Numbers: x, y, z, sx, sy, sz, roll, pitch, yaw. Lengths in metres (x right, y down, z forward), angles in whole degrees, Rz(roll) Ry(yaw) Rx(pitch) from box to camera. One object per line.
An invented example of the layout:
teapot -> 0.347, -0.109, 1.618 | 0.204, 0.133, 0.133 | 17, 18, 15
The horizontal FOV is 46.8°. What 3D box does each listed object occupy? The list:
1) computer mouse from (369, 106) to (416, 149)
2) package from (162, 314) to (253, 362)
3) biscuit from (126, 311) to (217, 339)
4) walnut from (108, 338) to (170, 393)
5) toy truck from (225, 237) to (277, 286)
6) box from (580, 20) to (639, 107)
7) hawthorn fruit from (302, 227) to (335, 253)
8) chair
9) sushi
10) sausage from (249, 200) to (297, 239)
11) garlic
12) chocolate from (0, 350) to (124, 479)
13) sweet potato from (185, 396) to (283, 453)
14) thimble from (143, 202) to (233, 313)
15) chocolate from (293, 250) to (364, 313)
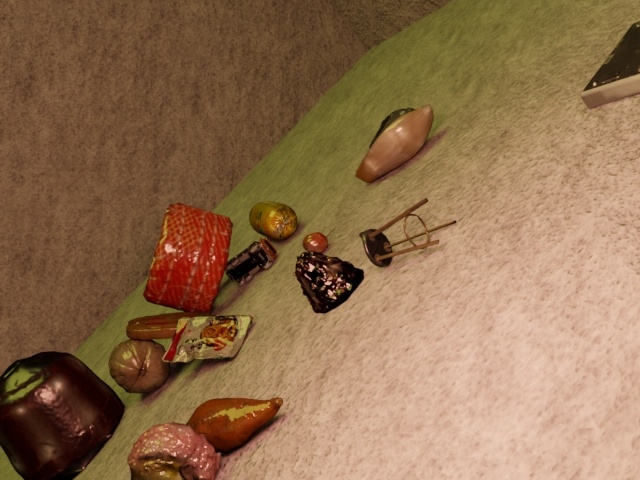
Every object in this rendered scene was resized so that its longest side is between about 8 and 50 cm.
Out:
computer mouse -> 0.243, -0.331, 2.350 | 0.126, 0.071, 0.231 | -1, 52, 46
package -> -0.307, 0.266, 1.998 | 0.239, 0.030, 0.154 | -7, 41, 26
biscuit -> -0.438, 0.247, 2.203 | 0.273, 0.049, 0.257 | -3, 4, -13
walnut -> -0.531, 0.363, 2.165 | 0.178, 0.178, 0.230 | -48, 17, -19
toy truck -> -0.227, 0.069, 2.379 | 0.192, 0.083, 0.092 | -34, 13, 29
box -> 0.674, -0.391, 1.535 | 0.270, 0.045, 0.211 | -49, 19, -22
hawthorn fruit -> 0.000, 0.000, 2.076 | 0.103, 0.067, 0.067 | -32, 15, -8
chair -> 0.178, -0.003, 1.615 | 0.221, 0.104, 0.095 | -22, 42, 44
sushi -> -0.315, 0.451, 1.447 | 0.241, 0.161, 0.107 | -32, 20, 27
sausage -> -0.165, -0.071, 2.522 | 0.123, 0.123, 0.347 | -45, 16, -10
garlic -> 0.215, -0.273, 2.184 | 0.318, 0.112, 0.143 | -37, -7, 38
chocolate -> -0.814, 0.509, 2.178 | 0.383, 0.331, 0.384 | -38, 19, 15
sweet potato -> -0.213, 0.378, 1.505 | 0.359, 0.112, 0.112 | -28, 21, 31
thimble -> -0.424, 0.060, 2.386 | 0.350, 0.230, 0.350 | -165, 90, -76
chocolate -> 0.000, 0.080, 1.737 | 0.156, 0.133, 0.156 | -40, 17, 15
